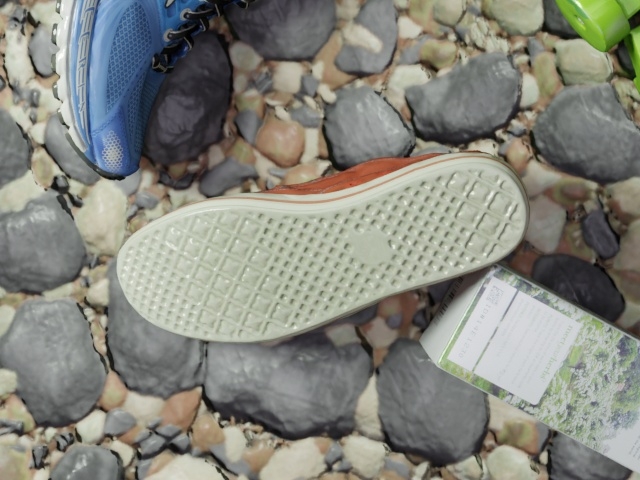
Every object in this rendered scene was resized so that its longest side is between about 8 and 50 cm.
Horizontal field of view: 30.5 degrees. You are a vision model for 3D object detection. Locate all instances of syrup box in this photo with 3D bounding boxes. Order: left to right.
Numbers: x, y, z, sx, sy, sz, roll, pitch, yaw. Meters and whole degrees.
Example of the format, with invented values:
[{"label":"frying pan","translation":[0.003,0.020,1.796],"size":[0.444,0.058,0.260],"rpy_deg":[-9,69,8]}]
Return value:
[{"label":"syrup box","translation":[0.209,0.105,0.944],"size":[0.237,0.096,0.093],"rpy_deg":[28,94,-6]}]

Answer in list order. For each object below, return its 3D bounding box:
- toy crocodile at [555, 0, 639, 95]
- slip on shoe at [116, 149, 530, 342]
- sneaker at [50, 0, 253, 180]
[{"label":"toy crocodile","translation":[0.194,-0.254,0.913],"size":[0.115,0.105,0.340],"rpy_deg":[-40,92,2]},{"label":"slip on shoe","translation":[0.000,0.000,0.926],"size":[0.332,0.101,0.123],"rpy_deg":[-15,104,12]},{"label":"sneaker","translation":[-0.104,-0.200,0.881],"size":[0.147,0.130,0.329],"rpy_deg":[17,95,-2]}]
